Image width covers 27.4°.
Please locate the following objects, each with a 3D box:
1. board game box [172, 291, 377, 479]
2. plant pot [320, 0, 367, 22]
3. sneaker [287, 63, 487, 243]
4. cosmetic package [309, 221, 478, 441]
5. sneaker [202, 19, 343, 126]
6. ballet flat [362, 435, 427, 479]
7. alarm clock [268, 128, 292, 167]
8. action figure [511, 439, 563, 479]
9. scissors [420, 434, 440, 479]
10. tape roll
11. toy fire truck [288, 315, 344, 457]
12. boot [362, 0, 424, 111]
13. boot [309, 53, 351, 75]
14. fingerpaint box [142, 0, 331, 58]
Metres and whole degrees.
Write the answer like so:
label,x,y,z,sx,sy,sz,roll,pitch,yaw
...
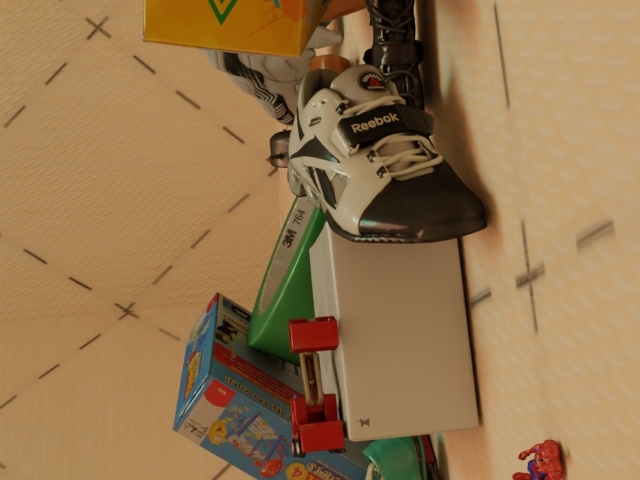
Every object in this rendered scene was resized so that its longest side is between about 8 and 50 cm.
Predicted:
label,x,y,z,sx,sy,sz,roll,pitch,yaw
board game box,-0.034,0.226,1.715,0.086,0.308,0.302,-55,11,13
plant pot,-0.037,-0.406,1.753,0.291,0.203,0.291,175,90,-84
sneaker,0.048,-0.091,1.277,0.330,0.122,0.146,33,129,58
cosmetic package,0.072,0.096,1.402,0.225,0.138,0.224,118,147,-82
sneaker,-0.034,-0.320,2.215,0.366,0.210,0.137,33,-137,-52
ballet flat,0.096,0.346,1.526,0.083,0.087,0.247,133,125,-83
alarm clock,-0.017,-0.160,2.200,0.192,0.129,0.064,-40,-53,-78
action figure,0.171,0.184,1.038,0.115,0.030,0.038,100,169,-63
scissors,0.135,0.288,1.582,0.297,0.021,0.109,-107,13,-57
tape roll,0.000,0.000,1.683,0.321,0.077,0.321,-156,90,-82
toy fire truck,-0.008,0.151,1.332,0.192,0.047,0.135,117,147,-80
boot,0.080,-0.232,1.361,0.263,0.091,0.229,-29,-66,-85
boot,0.027,-0.167,1.957,0.283,0.109,0.220,-107,19,-82
fingerpaint box,-0.050,-0.427,1.325,0.445,0.163,0.371,-69,-15,-63
